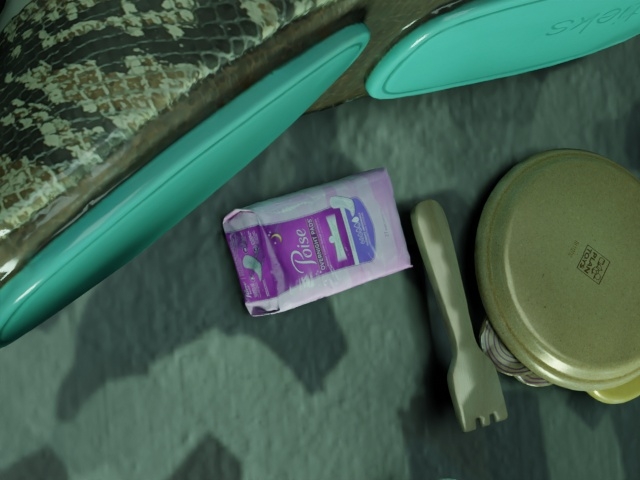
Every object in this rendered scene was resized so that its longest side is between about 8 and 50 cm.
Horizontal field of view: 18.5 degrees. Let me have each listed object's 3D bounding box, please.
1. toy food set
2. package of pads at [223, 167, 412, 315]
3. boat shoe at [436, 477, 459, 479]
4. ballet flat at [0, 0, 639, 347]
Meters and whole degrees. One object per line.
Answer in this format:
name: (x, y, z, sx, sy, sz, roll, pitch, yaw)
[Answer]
toy food set: (0.128, 0.020, 0.990, 0.192, 0.038, 0.132, -12, 85, -29)
package of pads: (0.000, 0.000, 0.904, 0.083, 0.032, 0.050, -17, 93, -34)
boat shoe: (0.070, 0.221, 0.903, 0.070, 0.078, 0.219, -19, 98, -35)
ballet flat: (-0.013, -0.117, 0.854, 0.483, 0.164, 0.182, -28, 79, -38)
